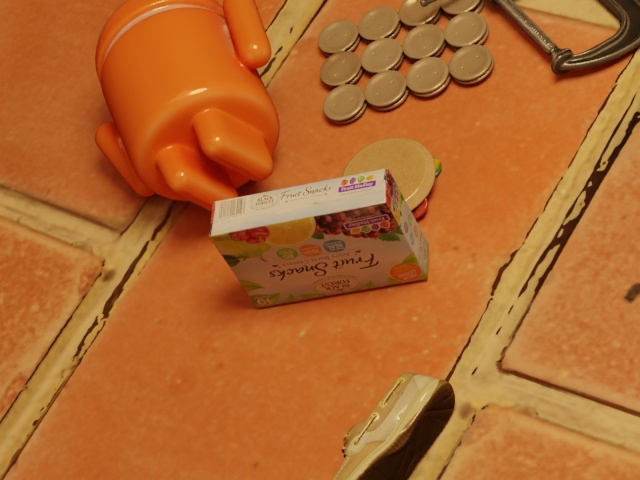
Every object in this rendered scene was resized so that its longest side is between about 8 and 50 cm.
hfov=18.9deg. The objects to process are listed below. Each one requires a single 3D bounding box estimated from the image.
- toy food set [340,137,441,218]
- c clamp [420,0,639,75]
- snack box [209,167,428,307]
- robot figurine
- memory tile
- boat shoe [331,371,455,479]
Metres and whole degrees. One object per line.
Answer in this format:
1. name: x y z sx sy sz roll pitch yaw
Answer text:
1. toy food set: 0.053 -0.045 1.512 0.082 0.020 0.083 16 64 32
2. c clamp: 0.182 -0.182 1.549 0.137 0.022 0.160 -33 51 -15
3. snack box: 0.000 0.000 1.451 0.141 0.100 0.037 -10 52 18
4. robot figurine: -0.113 -0.120 1.572 0.128 0.158 0.219 -9 48 -18
5. memory tile: 0.069 -0.156 1.590 0.148 0.012 0.113 -16 51 14
6. boat shoe: 0.041 0.148 1.364 0.045 0.050 0.135 23 58 38
